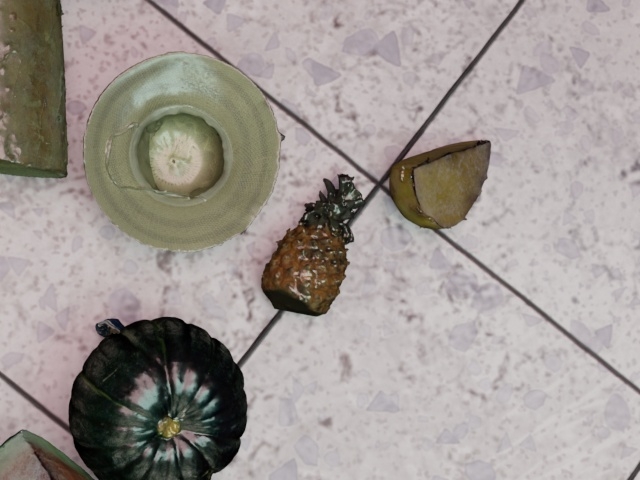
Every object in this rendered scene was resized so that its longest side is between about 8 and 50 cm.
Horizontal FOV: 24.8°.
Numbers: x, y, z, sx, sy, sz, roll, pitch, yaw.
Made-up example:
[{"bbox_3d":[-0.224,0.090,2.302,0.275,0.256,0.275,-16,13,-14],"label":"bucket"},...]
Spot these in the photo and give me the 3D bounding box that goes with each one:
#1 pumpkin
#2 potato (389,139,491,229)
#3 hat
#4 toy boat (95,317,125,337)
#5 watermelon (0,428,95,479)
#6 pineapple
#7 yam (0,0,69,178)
[{"bbox_3d":[-0.193,0.203,1.743,0.220,0.162,0.221,-4,103,-15],"label":"pumpkin"},{"bbox_3d":[0.148,-0.072,1.914,0.172,0.089,0.101,-27,108,-44],"label":"potato"},{"bbox_3d":[-0.177,-0.108,1.835,0.252,0.110,0.252,0,88,-13],"label":"hat"},{"bbox_3d":[-0.249,0.133,1.813,0.038,0.038,0.083,-41,96,-14],"label":"toy boat"},{"bbox_3d":[-0.303,0.422,1.646,0.283,0.293,0.250,36,104,-32],"label":"watermelon"},{"bbox_3d":[0.000,0.000,1.854,0.108,0.108,0.198,27,71,-4],"label":"pineapple"},{"bbox_3d":[-0.393,-0.203,1.789,0.161,0.161,0.268,-2,81,-11],"label":"yam"}]
